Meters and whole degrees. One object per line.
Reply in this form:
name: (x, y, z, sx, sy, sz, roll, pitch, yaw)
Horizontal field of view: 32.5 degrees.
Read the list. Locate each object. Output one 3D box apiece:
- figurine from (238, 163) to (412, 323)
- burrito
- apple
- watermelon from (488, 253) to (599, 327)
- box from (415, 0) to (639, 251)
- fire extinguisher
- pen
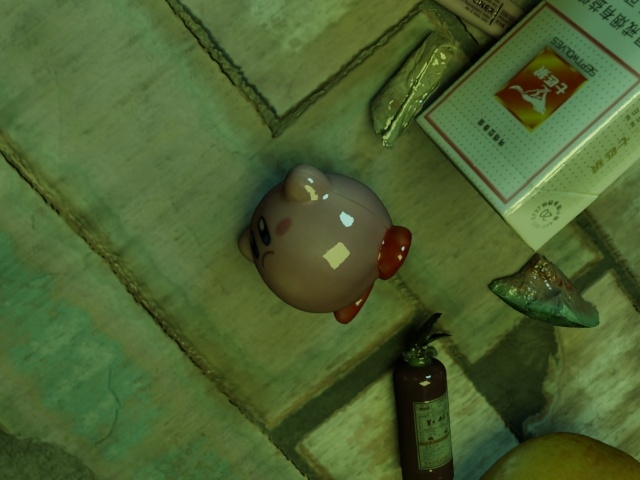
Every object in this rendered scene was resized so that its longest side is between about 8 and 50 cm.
figurine: (0.000, 0.000, 1.275, 0.173, 0.173, 0.173, -5, 110, -14)
burrito: (0.107, -0.181, 1.304, 0.149, 0.055, 0.041, -54, 143, 7)
apple: (0.321, 0.407, 1.452, 0.299, 0.299, 0.275, 40, 67, -24)
watermelon: (0.317, 0.084, 1.445, 0.155, 0.101, 0.080, 39, 84, -33)
box: (0.292, -0.175, 1.246, 0.330, 0.210, 0.095, -42, 135, 7)
fire extinguisher: (0.143, 0.210, 1.447, 0.099, 0.071, 0.231, -21, 115, -38)
pen: (0.176, -0.288, 1.293, 0.197, 0.032, 0.053, 26, 101, -24)
